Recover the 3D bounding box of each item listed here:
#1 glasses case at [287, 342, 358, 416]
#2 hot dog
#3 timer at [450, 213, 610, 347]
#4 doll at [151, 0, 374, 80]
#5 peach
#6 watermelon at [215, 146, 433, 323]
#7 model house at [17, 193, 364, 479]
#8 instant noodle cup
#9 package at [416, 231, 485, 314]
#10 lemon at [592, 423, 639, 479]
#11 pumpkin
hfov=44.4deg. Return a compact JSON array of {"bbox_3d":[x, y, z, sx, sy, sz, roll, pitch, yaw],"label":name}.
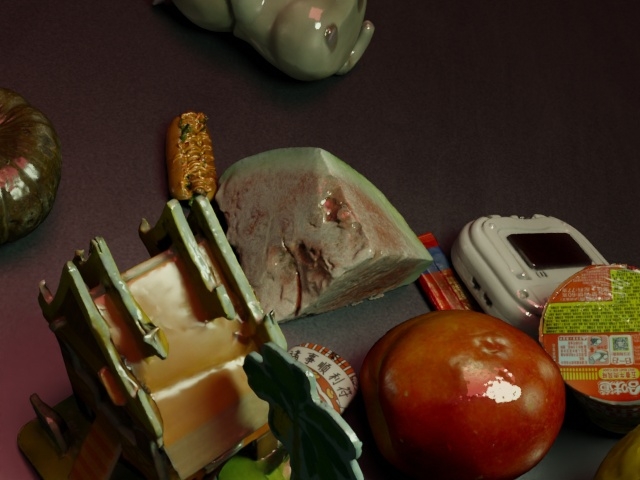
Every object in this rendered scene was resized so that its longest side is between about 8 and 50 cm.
[{"bbox_3d":[-0.051,0.219,0.905,0.103,0.067,0.266,33,46,11],"label":"glasses case"},{"bbox_3d":[-0.188,-0.121,1.149,0.072,0.055,0.188,5,49,-23],"label":"hot dog"},{"bbox_3d":[0.340,0.053,1.198,0.262,0.087,0.237,-2,46,-32],"label":"timer"},{"bbox_3d":[-0.085,-0.416,1.347,0.370,0.226,0.214,29,80,-4],"label":"doll"},{"bbox_3d":[0.170,0.185,0.943,0.244,0.199,0.243,3,30,-2],"label":"peach"},{"bbox_3d":[0.000,0.000,1.082,0.310,0.193,0.231,45,27,-13],"label":"watermelon"},{"bbox_3d":[-0.131,0.141,0.703,0.243,0.312,0.358,-30,50,-27],"label":"model house"},{"bbox_3d":[0.398,0.161,1.040,0.193,0.212,0.193,-10,57,16],"label":"instant noodle cup"},{"bbox_3d":[0.184,0.069,1.176,0.083,0.022,0.200,-10,55,-32],"label":"package"},{"bbox_3d":[0.441,0.340,0.832,0.364,0.364,0.364,13,47,-14],"label":"lemon"},{"bbox_3d":[-0.425,-0.106,0.957,0.219,0.162,0.218,11,52,-14],"label":"pumpkin"}]
